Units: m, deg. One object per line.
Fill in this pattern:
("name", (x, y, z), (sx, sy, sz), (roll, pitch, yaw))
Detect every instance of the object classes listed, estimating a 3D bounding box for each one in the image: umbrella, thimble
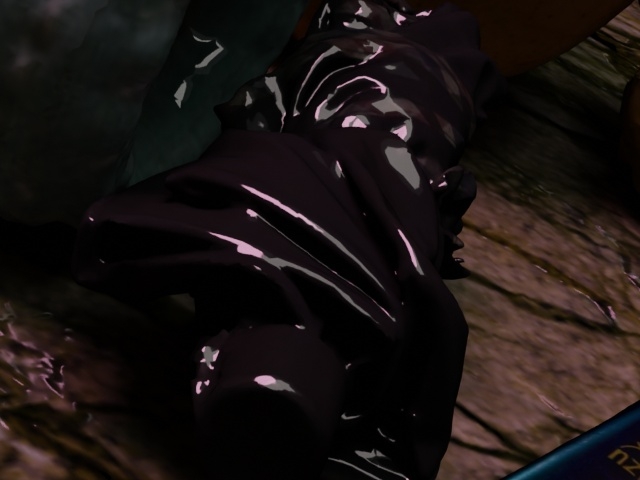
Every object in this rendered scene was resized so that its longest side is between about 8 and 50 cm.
("umbrella", (0.000, -0.001, 0.642), (0.122, 0.110, 0.272), (58, 22, -16))
("thimble", (-0.081, -0.112, 0.675), (0.143, 0.198, 0.235), (32, 59, 8))

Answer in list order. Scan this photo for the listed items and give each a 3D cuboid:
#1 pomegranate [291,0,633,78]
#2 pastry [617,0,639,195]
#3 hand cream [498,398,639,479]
("pomegranate", (0.070, -0.198, 0.895), (0.260, 0.260, 0.260), (21, 26, -11))
("pastry", (0.248, -0.036, 0.921), (0.235, 0.132, 0.240), (15, 20, -4))
("hand cream", (0.103, 0.105, 0.605), (0.120, 0.061, 0.270), (42, 37, 19))
